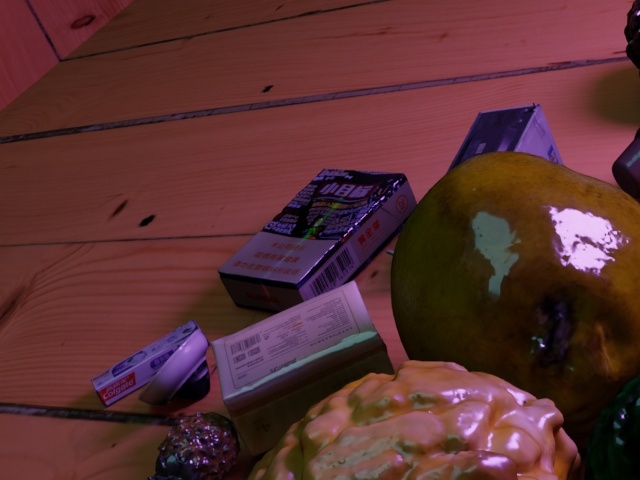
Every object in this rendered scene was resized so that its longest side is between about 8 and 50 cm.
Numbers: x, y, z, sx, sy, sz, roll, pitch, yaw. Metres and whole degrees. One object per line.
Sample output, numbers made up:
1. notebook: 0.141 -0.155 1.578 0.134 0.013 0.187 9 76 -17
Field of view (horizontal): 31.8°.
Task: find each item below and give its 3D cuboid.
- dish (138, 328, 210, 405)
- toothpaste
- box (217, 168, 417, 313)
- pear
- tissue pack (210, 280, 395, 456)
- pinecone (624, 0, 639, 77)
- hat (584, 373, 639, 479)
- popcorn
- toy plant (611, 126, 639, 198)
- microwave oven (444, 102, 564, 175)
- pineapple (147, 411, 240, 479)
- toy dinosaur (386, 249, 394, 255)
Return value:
1. dish: -0.205 0.213 1.725 0.141 0.078 0.141 -49 -1 -1
2. toothpaste: -0.277 0.199 1.828 0.196 0.040 0.047 -30 25 -10
3. box: 0.000 0.000 1.898 0.198 0.084 0.310 7 42 45
4. pear: 0.250 0.065 1.340 0.352 0.352 0.413 -15 19 17
5. tissue pack: -0.024 0.177 1.576 0.234 0.125 0.159 -24 29 0
6. pinecone: 0.610 -0.340 1.856 0.224 0.224 0.272 -28 25 -5
7. hat: 0.441 0.192 1.090 0.274 0.242 0.332 36 58 26
8. popcorn: 0.066 0.296 1.068 0.354 0.344 0.390 -4 55 28
9. toy plant: 0.535 -0.144 1.688 0.200 0.143 0.105 -35 63 -2
10. microwave oven: 0.280 -0.093 1.756 0.129 0.163 0.205 -5 37 36
11. pineapple: -0.178 0.302 1.471 0.108 0.108 0.197 -13 14 22
12. toy dinosaur: 0.200 0.015 1.701 0.187 0.044 0.106 32 100 29
